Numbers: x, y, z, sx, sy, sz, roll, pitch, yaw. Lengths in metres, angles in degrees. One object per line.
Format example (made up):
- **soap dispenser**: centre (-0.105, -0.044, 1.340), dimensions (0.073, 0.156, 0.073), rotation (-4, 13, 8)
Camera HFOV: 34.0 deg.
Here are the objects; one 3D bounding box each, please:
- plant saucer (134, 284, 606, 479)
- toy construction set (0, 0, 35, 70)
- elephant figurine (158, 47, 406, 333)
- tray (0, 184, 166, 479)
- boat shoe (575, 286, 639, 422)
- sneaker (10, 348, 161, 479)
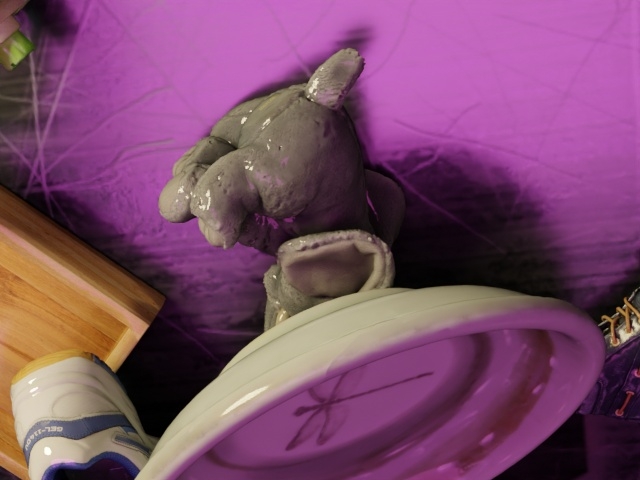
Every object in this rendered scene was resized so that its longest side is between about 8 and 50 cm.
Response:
- **plant saucer**: centre (0.026, 0.137, 0.831), dimensions (0.400, 0.400, 0.100), rotation (-34, 58, 15)
- **toy construction set**: centre (-0.336, -0.196, 0.773), dimensions (0.151, 0.215, 0.327), rotation (-12, 123, 35)
- **elephant figurine**: centre (0.000, 0.000, 0.858), dimensions (0.239, 0.186, 0.169), rotation (49, 63, -21)
- **tray**: centre (-0.366, 0.020, 0.928), dimensions (0.411, 0.076, 0.203), rotation (35, 108, -7)
- **boat shoe**: centre (0.266, 0.074, 0.880), dimensions (0.083, 0.065, 0.183), rotation (5, 111, 0)
- **sneaker**: centre (-0.165, 0.225, 0.898), dimensions (0.112, 0.131, 0.296), rotation (-31, 131, 8)
